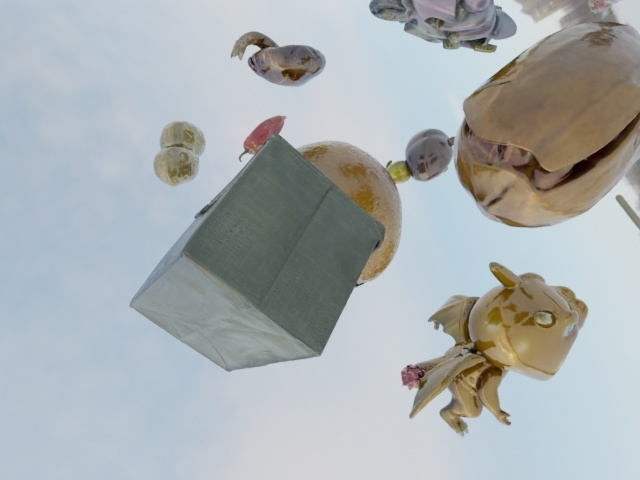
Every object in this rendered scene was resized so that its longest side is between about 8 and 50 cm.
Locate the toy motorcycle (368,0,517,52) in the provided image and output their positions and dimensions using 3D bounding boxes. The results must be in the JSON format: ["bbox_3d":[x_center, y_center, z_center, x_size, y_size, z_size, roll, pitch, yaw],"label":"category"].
[{"bbox_3d":[0.190,-0.321,0.686,0.225,0.152,0.073,1,-81,-31],"label":"toy motorcycle"}]

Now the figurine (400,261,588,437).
[{"bbox_3d":[0.373,0.247,1.074,0.268,0.387,0.401,41,-150,12],"label":"figurine"}]

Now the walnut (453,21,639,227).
[{"bbox_3d":[0.307,-0.154,0.601,0.336,0.209,0.209,-36,-78,-16],"label":"walnut"}]

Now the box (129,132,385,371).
[{"bbox_3d":[-0.075,0.032,0.511,0.155,0.231,0.149,40,-122,-15],"label":"box"}]

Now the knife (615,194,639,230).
[{"bbox_3d":[0.673,0.000,0.985,0.047,0.017,0.298,44,-151,-27],"label":"knife"}]

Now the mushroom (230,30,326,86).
[{"bbox_3d":[-0.074,-0.315,0.857,0.171,0.135,0.080,5,-82,-24],"label":"mushroom"}]

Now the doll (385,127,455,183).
[{"bbox_3d":[0.220,-0.183,1.100,0.096,0.188,0.145,46,-129,-27],"label":"doll"}]

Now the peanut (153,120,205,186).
[{"bbox_3d":[-0.257,-0.162,0.885,0.089,0.089,0.192,38,-154,-32],"label":"peanut"}]

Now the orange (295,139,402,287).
[{"bbox_3d":[0.019,-0.042,0.879,0.274,0.274,0.274,27,-128,-40],"label":"orange"}]

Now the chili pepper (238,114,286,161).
[{"bbox_3d":[-0.155,-0.272,1.268,0.191,0.050,0.059,-48,-58,-23],"label":"chili pepper"}]

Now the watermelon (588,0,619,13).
[{"bbox_3d":[0.615,-0.570,0.974,0.140,0.193,0.257,44,-179,4],"label":"watermelon"}]
